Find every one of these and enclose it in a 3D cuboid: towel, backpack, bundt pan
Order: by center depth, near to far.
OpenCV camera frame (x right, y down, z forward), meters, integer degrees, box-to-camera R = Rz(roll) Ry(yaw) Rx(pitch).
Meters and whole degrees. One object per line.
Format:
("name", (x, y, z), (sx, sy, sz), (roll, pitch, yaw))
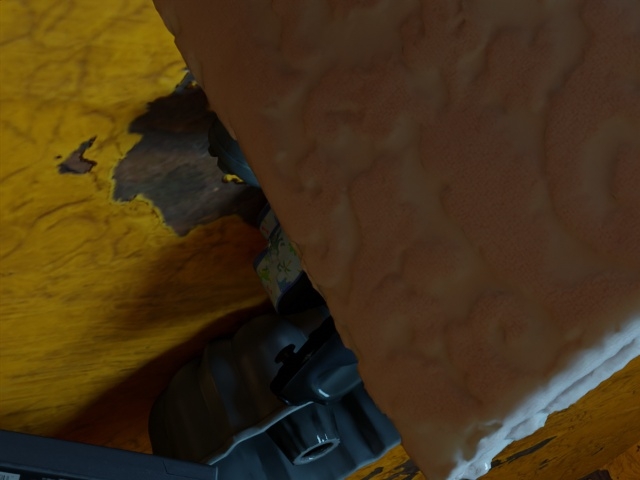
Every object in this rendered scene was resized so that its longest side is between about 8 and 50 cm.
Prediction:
("towel", (0.071, -0.123, 0.447), (0.317, 0.331, 0.053), (-44, 151, 29))
("backpack", (0.000, 0.000, 0.915), (0.105, 0.084, 0.114), (-9, 146, -44))
("bundt pan", (-0.029, 0.163, 1.161), (0.331, 0.124, 0.331), (-23, 155, -11))

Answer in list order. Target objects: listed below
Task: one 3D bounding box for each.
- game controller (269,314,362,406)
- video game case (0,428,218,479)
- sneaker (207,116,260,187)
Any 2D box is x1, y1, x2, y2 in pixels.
("game controller", (0.081, 0.028, 0.979), (0.319, 0.067, 0.166), (-36, 161, -46))
("video game case", (-0.253, 0.244, 1.031), (0.275, 0.035, 0.248), (12, 143, -12))
("sneaker", (0.029, -0.099, 0.770), (0.234, 0.078, 0.106), (-13, 149, -39))
